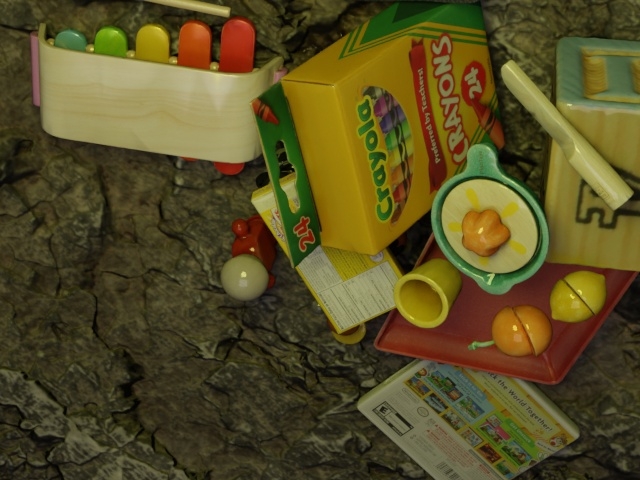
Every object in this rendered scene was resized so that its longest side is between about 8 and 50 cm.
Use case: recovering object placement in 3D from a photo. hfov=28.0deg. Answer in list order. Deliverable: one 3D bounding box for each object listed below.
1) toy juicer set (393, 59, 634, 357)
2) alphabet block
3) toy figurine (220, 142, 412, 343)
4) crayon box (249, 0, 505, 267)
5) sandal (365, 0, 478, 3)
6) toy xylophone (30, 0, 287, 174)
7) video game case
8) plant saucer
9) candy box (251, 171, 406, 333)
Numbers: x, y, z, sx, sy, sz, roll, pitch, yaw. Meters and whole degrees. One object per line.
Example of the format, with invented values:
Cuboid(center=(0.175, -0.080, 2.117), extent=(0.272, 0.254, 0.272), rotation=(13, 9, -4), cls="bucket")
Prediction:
Cuboid(center=(0.213, 0.002, 1.353), extent=(0.209, 0.089, 0.329), rotation=(32, 129, 15), cls="toy juicer set")
Cuboid(center=(0.346, -0.096, 1.422), extent=(0.193, 0.192, 0.197), rotation=(6, 122, 8), cls="alphabet block")
Cuboid(center=(0.000, 0.000, 1.563), extent=(0.209, 0.148, 0.213), rotation=(26, 121, -6), cls="toy figurine")
Cuboid(center=(0.072, -0.124, 1.379), extent=(0.081, 0.318, 0.202), rotation=(12, 128, 39), cls="crayon box")
Cuboid(center=(0.073, -0.301, 1.384), extent=(0.254, 0.054, 0.097), rotation=(15, 163, 32), cls="sandal")
Cuboid(center=(-0.194, -0.199, 1.517), extent=(0.323, 0.081, 0.236), rotation=(16, 122, 0), cls="toy xylophone")
Cuboid(center=(0.200, 0.240, 1.744), extent=(0.227, 0.026, 0.206), rotation=(44, 118, -15), cls="video game case")
Cuboid(center=(0.225, 0.062, 1.576), extent=(0.259, 0.048, 0.258), rotation=(12, 134, -13), cls="plant saucer")
Cuboid(center=(0.017, 0.007, 1.468), extent=(0.105, 0.027, 0.206), rotation=(-24, 117, 16), cls="candy box")
